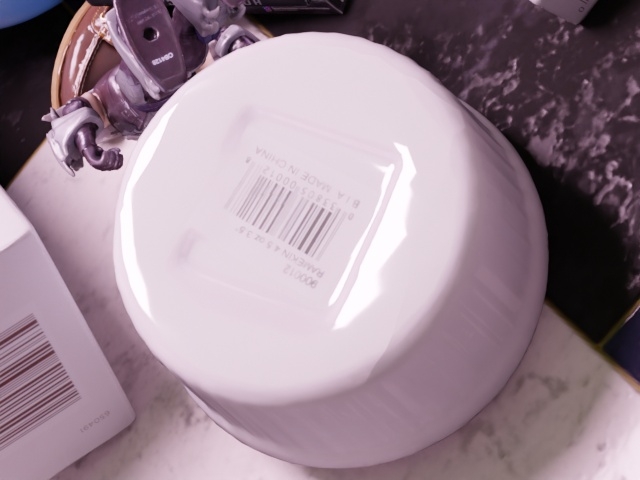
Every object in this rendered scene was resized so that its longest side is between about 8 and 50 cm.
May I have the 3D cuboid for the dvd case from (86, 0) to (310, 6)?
[{"bbox_3d":[-0.085,-0.296,1.470,0.179,0.029,0.238,2,74,14],"label":"dvd case"}]

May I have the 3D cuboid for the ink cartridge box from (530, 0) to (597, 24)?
[{"bbox_3d":[0.167,-0.374,1.330,0.324,0.071,0.330,-53,54,17],"label":"ink cartridge box"}]

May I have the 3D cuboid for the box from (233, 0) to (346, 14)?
[{"bbox_3d":[-0.010,-0.254,1.490,0.116,0.029,0.162,6,71,39],"label":"box"}]

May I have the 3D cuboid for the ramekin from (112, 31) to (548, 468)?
[{"bbox_3d":[0.000,0.000,1.230,0.277,0.135,0.277,-6,71,16],"label":"ramekin"}]

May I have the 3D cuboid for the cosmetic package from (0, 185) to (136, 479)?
[{"bbox_3d":[-0.342,-0.015,1.467,0.161,0.230,0.453,-33,46,-12],"label":"cosmetic package"}]

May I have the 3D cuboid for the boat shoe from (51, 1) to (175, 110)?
[{"bbox_3d":[-0.150,-0.180,1.530,0.073,0.073,0.207,11,76,43],"label":"boat shoe"}]

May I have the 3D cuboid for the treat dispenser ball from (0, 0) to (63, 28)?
[{"bbox_3d":[-0.298,-0.317,1.569,0.288,0.288,0.288,-17,59,31],"label":"treat dispenser ball"}]

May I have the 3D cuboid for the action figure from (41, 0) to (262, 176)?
[{"bbox_3d":[-0.117,-0.121,1.384,0.185,0.285,0.099,-38,84,-17],"label":"action figure"}]
